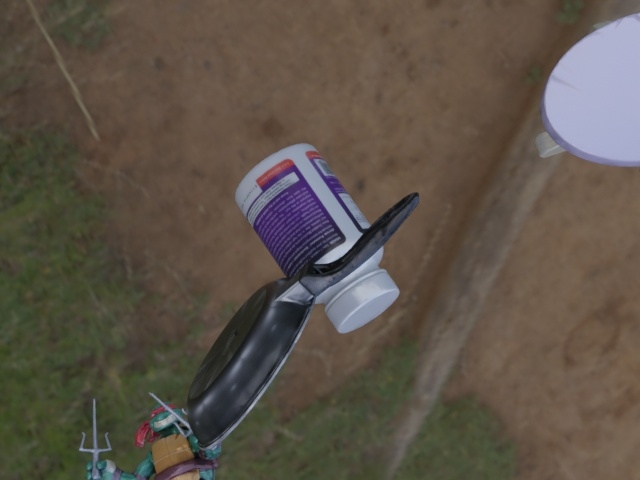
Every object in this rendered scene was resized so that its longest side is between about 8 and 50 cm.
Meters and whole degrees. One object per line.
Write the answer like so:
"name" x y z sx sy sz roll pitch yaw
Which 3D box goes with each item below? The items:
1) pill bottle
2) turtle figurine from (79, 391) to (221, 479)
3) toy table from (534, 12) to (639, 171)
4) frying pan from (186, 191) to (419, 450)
"pill bottle" 0.000 0.000 1.518 0.108 0.193 0.108 -31 162 -11
"turtle figurine" -0.165 0.262 1.599 0.175 0.234 0.118 -33 157 24
"toy table" 0.384 -0.167 1.674 0.274 0.252 0.161 -6 169 -3
"frying pan" -0.039 0.084 1.304 0.053 0.197 0.326 35 141 -10
